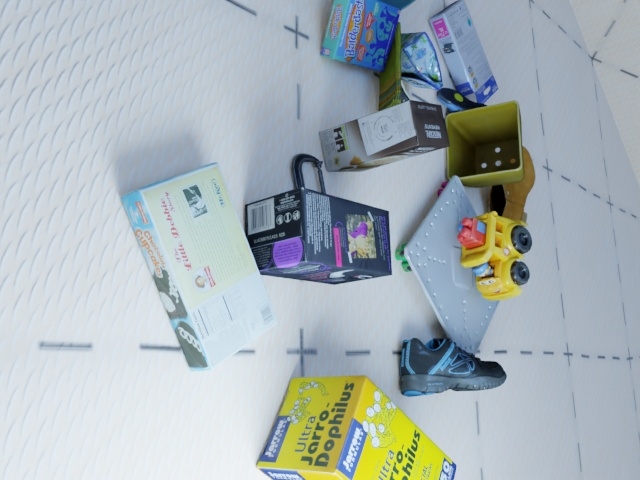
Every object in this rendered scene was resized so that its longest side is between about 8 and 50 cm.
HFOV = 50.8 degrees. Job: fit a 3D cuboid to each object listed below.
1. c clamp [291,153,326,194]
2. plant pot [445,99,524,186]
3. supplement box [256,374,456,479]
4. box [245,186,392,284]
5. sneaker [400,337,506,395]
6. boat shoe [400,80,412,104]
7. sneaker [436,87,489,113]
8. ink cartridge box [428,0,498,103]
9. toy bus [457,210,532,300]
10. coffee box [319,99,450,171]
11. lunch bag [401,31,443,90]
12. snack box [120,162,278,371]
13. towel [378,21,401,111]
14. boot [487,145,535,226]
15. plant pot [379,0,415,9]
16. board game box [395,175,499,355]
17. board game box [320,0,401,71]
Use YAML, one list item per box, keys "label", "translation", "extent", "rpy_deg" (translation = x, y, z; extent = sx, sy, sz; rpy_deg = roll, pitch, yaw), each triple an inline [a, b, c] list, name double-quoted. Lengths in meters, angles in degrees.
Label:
- label: "c clamp"
  translation: [-0.009, -0.115, 1.479]
  extent: [0.137, 0.022, 0.160]
  rpy_deg: [-19, 97, -45]
- label: "plant pot"
  translation: [0.504, -0.259, 1.993]
  extent: [0.187, 0.212, 0.212]
  rpy_deg: [30, 58, -57]
- label: "supplement box"
  translation: [0.083, 0.438, 1.306]
  extent: [0.356, 0.195, 0.194]
  rpy_deg: [47, 48, -31]
- label: "box"
  translation: [0.000, 0.000, 1.343]
  extent: [0.270, 0.165, 0.143]
  rpy_deg: [12, 72, -48]
- label: "sneaker"
  translation: [0.336, 0.305, 1.668]
  extent: [0.341, 0.125, 0.139]
  rpy_deg: [7, 71, -39]
- label: "boat shoe"
  translation: [0.214, -0.384, 1.795]
  extent: [0.133, 0.042, 0.049]
  rpy_deg: [53, 3, -31]
- label: "sneaker"
  translation: [0.423, -0.389, 2.028]
  extent: [0.209, 0.082, 0.069]
  rpy_deg: [18, 55, -25]
- label: "ink cartridge box"
  translation: [0.452, -0.580, 2.111]
  extent: [0.186, 0.065, 0.311]
  rpy_deg: [-45, 113, -46]
- label: "toy bus"
  translation: [0.448, 0.031, 1.820]
  extent: [0.211, 0.149, 0.220]
  rpy_deg: [22, 66, -31]
- label: "coffee box"
  translation: [0.141, -0.227, 1.504]
  extent: [0.141, 0.246, 0.098]
  rpy_deg: [-9, 87, -50]
- label: "lunch bag"
  translation: [0.251, -0.463, 1.776]
  extent: [0.096, 0.129, 0.151]
  rpy_deg: [-41, 116, -5]
- label: "snack box"
  translation: [-0.202, 0.041, 1.174]
  extent: [0.187, 0.060, 0.322]
  rpy_deg: [-30, 104, -50]
- label: "towel"
  translation: [0.172, -0.432, 1.717]
  extent: [0.021, 0.102, 0.237]
  rpy_deg: [11, 70, -23]
- label: "boot"
  translation: [0.603, -0.184, 2.149]
  extent: [0.211, 0.104, 0.295]
  rpy_deg: [14, 76, -54]
- label: "plant pot"
  translation: [0.150, -0.734, 1.660]
  extent: [0.290, 0.290, 0.195]
  rpy_deg: [-5, 50, -50]
- label: "board game box"
  translation: [0.370, 0.079, 1.854]
  extent: [0.390, 0.050, 0.390]
  rpy_deg: [60, 43, -20]
- label: "board game box"
  translation: [0.100, -0.504, 1.629]
  extent: [0.210, 0.047, 0.160]
  rpy_deg: [-5, 115, -50]
